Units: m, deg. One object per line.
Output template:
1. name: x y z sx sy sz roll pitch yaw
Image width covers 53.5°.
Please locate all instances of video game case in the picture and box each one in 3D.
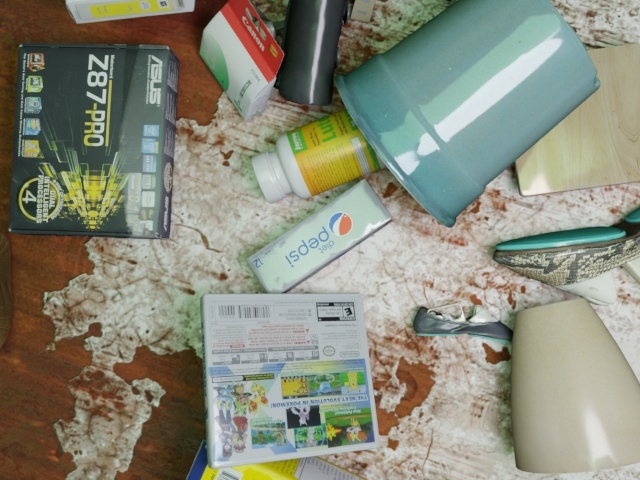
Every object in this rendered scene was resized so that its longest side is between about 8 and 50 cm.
1. video game case: -0.054 0.246 1.176 0.329 0.036 0.300 2 72 -26

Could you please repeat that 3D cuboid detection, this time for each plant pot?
1. plant pot: 0.257 -0.256 1.086 0.334 0.341 0.341 -38 84 19
2. plant pot: 0.451 0.250 1.148 0.256 0.256 0.274 -11 78 5

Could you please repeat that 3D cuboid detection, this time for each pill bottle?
1. pill bottle: -0.005 -0.164 1.249 0.245 0.136 0.136 -22 86 4

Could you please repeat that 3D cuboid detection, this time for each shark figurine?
1. shark figurine: -0.127 -0.482 1.313 0.116 0.166 0.278 -11 67 -20

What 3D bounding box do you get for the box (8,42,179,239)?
1. box: -0.465 -0.202 1.316 0.318 0.097 0.395 3 87 3

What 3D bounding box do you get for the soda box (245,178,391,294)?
1. soda box: 0.000 0.000 1.264 0.286 0.091 0.098 -35 84 3

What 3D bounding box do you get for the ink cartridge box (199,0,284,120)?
1. ink cartridge box: -0.158 -0.361 1.233 0.056 0.225 0.181 -31 84 -20

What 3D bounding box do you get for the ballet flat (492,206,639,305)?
1. ballet flat: 0.576 0.020 1.184 0.482 0.164 0.182 -19 95 1

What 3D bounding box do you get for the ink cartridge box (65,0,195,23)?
1. ink cartridge box: -0.320 -0.564 1.221 0.307 0.072 0.304 -5 64 -3

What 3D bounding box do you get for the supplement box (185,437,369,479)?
1. supplement box: -0.075 0.510 1.196 0.356 0.194 0.195 23 90 6

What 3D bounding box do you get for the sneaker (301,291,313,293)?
1. sneaker: -0.010 0.196 1.266 0.066 0.071 0.188 -13 87 5

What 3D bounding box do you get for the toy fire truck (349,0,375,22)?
1. toy fire truck: 0.055 -0.591 1.274 0.217 0.158 0.246 5 78 5

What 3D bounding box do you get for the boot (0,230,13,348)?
1. boot: -0.764 0.113 1.329 0.203 0.095 0.262 -3 85 5

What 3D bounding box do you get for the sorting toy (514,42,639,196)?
1. sorting toy: 0.491 -0.224 1.230 0.255 0.089 0.257 -7 87 5

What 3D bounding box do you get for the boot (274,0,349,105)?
1. boot: 0.005 -0.447 1.079 0.146 0.367 0.445 14 112 -6

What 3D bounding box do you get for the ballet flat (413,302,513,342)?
1. ballet flat: 0.284 0.158 1.241 0.203 0.074 0.074 4 88 8

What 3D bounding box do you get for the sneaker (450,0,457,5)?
1. sneaker: 0.298 -0.481 1.257 0.121 0.108 0.302 -2 79 6
